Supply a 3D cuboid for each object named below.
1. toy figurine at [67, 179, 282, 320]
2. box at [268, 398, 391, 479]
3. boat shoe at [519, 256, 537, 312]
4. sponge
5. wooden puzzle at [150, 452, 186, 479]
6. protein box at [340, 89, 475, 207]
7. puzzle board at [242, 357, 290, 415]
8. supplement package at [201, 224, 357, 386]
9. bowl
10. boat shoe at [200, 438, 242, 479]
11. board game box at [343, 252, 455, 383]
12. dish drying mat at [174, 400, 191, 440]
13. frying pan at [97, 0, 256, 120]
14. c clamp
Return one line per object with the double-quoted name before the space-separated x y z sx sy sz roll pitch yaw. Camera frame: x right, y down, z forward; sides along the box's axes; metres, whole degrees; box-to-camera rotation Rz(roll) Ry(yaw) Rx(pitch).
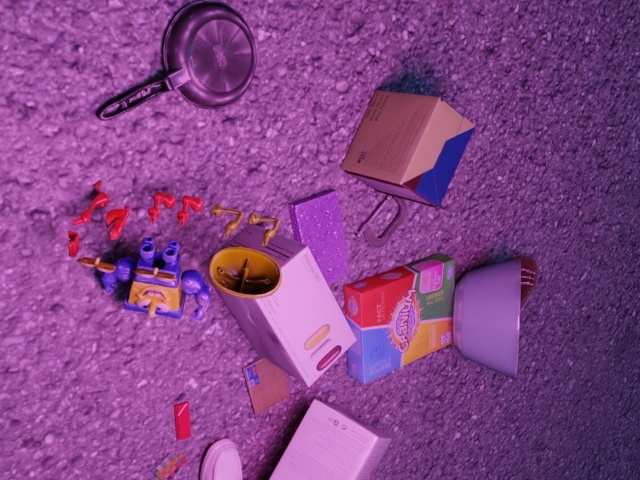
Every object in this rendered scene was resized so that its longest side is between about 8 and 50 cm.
"toy figurine" -0.263 0.056 1.262 0.362 0.191 0.217 10 140 -10
"box" -0.005 0.555 1.562 0.345 0.168 0.215 -60 160 -8
"boat shoe" 0.547 0.170 1.994 0.258 0.095 0.095 -65 164 -6
"sponge" 0.000 0.000 1.535 0.117 0.031 0.210 -24 117 -31
"wooden puzzle" -0.319 0.476 1.447 0.083 0.006 0.049 -44 126 -19
"protein box" 0.187 -0.202 1.508 0.136 0.201 0.200 27 87 -40
"puzzle board" -0.120 0.317 1.551 0.096 0.011 0.128 -25 117 -29
"supplement package" -0.081 0.127 1.398 0.145 0.204 0.262 -42 125 -21
"bowl" 0.433 0.194 1.803 0.311 0.163 0.312 3 90 -74
"boat shoe" -0.198 0.569 1.511 0.098 0.096 0.277 -11 111 -36
"board game box" 0.204 0.189 1.730 0.316 0.064 0.242 -17 114 -33
"dish drying mat" -0.286 0.376 1.442 0.032 0.008 0.083 -14 111 -36
"frying pan" -0.244 -0.326 1.238 0.326 0.053 0.198 -15 112 -37
"c clamp" 0.142 -0.054 1.636 0.161 0.022 0.137 -46 126 -18
